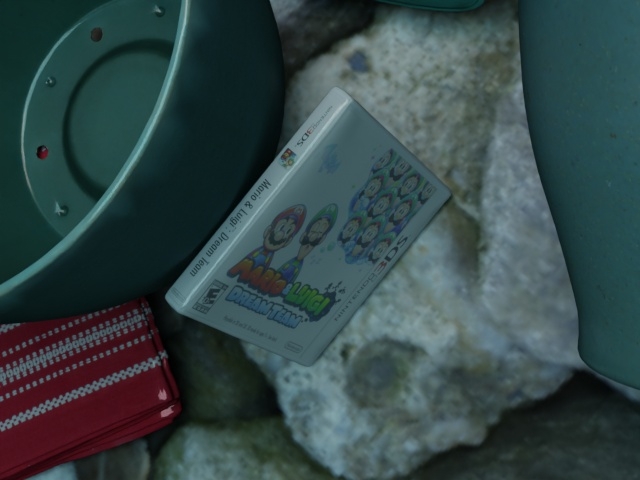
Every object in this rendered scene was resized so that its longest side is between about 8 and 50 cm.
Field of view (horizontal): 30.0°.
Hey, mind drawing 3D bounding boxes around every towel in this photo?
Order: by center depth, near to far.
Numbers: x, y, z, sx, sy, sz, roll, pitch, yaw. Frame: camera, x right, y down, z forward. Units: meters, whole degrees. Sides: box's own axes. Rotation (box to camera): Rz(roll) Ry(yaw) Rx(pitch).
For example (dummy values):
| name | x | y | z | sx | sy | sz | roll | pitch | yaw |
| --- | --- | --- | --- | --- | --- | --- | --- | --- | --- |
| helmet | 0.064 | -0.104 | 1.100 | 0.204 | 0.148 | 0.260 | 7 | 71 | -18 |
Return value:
| name | x | y | z | sx | sy | sz | roll | pitch | yaw |
| --- | --- | --- | --- | --- | --- | --- | --- | --- | --- |
| towel | -0.216 | 0.024 | 0.800 | 0.199 | 0.031 | 0.275 | -24 | 75 | 13 |

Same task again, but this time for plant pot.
| name | x | y | z | sx | sy | sz | roll | pitch | yaw |
| --- | --- | --- | --- | --- | --- | --- | --- | --- | --- |
| plant pot | 0.224 | -0.058 | 0.585 | 0.272 | 0.271 | 0.255 | 3 | 99 | 16 |
| plant pot | -0.151 | -0.088 | 0.652 | 0.293 | 0.235 | 0.293 | -3 | 80 | 20 |

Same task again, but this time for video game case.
| name | x | y | z | sx | sy | sz | roll | pitch | yaw |
| --- | --- | --- | --- | --- | --- | --- | --- | --- | --- |
| video game case | 0.000 | 0.000 | 0.678 | 0.019 | 0.157 | 0.143 | 42 | 94 | 30 |

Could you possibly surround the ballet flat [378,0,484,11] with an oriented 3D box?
| name | x | y | z | sx | sy | sz | roll | pitch | yaw |
| --- | --- | --- | --- | --- | --- | --- | --- | --- | --- |
| ballet flat | -0.028 | -0.214 | 0.757 | 0.316 | 0.107 | 0.106 | 12 | 66 | 11 |
